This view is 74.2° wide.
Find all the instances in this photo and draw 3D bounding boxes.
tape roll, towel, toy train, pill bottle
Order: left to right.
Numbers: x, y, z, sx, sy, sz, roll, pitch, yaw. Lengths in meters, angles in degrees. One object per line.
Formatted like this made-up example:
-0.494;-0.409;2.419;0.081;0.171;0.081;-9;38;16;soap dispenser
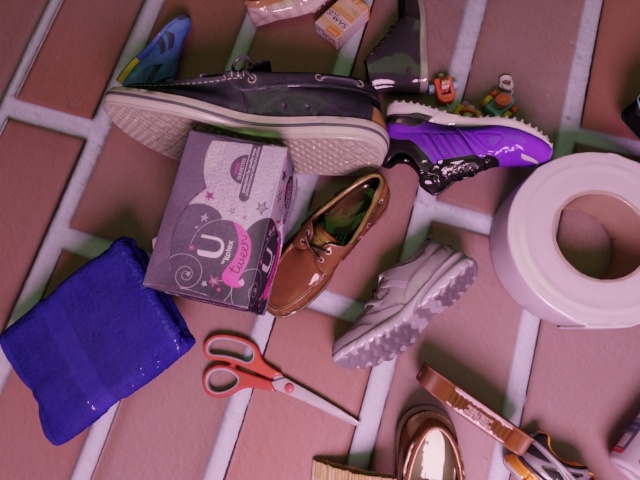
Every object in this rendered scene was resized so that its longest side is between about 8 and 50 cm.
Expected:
-0.374;0.165;0.714;0.308;0.076;0.228;-36;80;11;towel
0.292;-0.274;0.800;0.166;0.046;0.125;-5;78;4;toy train
0.438;0.004;0.701;0.285;0.100;0.287;-1;78;3;tape roll
0.532;0.293;0.626;0.108;0.108;0.180;41;84;11;pill bottle

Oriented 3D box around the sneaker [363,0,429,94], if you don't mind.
0.140;-0.390;0.817;0.117;0.083;0.222;-4;78;4;sneaker

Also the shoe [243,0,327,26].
-0.047;-0.498;0.874;0.218;0.058;0.077;-16;46;-4;shoe

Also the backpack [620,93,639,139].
0.639;-0.218;0.706;0.188;0.144;0.166;-38;75;19;backpack

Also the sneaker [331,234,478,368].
0.127;0.107;0.720;0.281;0.105;0.115;-38;48;-2;sneaker

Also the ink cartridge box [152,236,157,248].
-0.199;0.031;0.761;0.179;0.060;0.104;-10;77;1;ink cartridge box

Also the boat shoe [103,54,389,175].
-0.126;-0.224;0.757;0.499;0.187;0.156;5;70;4;boat shoe

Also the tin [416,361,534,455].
0.234;0.259;0.658;0.189;0.106;0.040;34;90;11;tin

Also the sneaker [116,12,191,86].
-0.317;-0.369;0.865;0.082;0.069;0.209;39;72;-22;sneaker

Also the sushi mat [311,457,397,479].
0.038;0.509;0.631;0.151;0.019;0.317;-2;76;31;sushi mat

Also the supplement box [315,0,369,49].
0.045;-0.447;0.860;0.062;0.036;0.098;42;84;12;supplement box

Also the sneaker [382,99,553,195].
0.241;-0.143;0.749;0.293;0.102;0.146;16;83;18;sneaker

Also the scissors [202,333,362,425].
-0.067;0.236;0.727;0.296;0.021;0.109;9;77;8;scissors

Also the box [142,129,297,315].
-0.142;-0.023;0.665;0.163;0.142;0.248;11;78;6;box

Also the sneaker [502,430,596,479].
0.388;0.381;0.633;0.214;0.084;0.083;39;78;12;sneaker

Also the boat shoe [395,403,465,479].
0.159;0.418;0.620;0.122;0.120;0.325;-2;77;4;boat shoe

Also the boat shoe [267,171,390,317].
0.000;0.000;0.731;0.110;0.104;0.307;38;83;11;boat shoe
